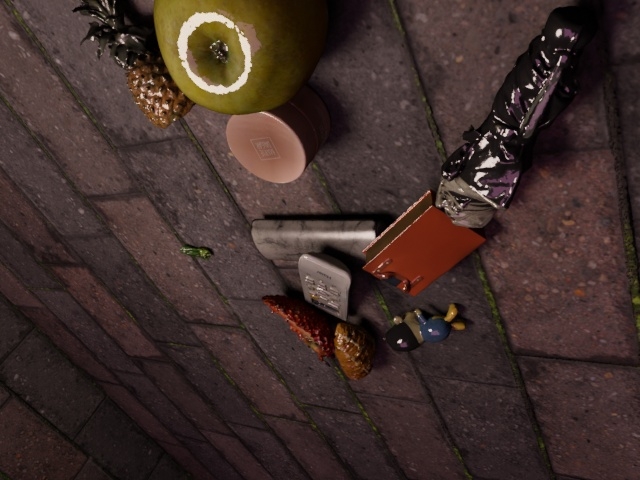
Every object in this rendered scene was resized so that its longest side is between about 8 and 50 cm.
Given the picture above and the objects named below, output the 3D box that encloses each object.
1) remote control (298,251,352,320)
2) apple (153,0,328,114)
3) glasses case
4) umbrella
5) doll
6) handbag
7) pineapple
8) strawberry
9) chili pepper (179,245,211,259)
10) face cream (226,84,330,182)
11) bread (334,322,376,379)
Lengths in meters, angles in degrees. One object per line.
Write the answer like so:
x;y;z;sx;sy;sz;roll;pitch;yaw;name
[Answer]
0.018;0.096;1.220;0.109;0.055;0.313;24;162;10;remote control
-0.115;-0.295;0.800;0.261;0.194;0.261;14;133;16;apple
0.000;0.000;1.162;0.299;0.060;0.114;2;139;32;glasses case
0.256;-0.149;0.791;0.113;0.106;0.358;29;143;8;umbrella
0.215;0.184;1.216;0.179;0.089;0.102;-22;122;19;doll
0.176;0.011;1.008;0.127;0.063;0.190;28;128;-21;handbag
-0.318;-0.317;0.981;0.125;0.125;0.251;-13;121;42;pineapple
-0.035;0.188;1.357;0.167;0.087;0.208;29;161;52;strawberry
-0.308;0.029;1.431;0.091;0.034;0.030;10;105;26;chili pepper
-0.069;-0.185;0.965;0.149;0.104;0.149;19;141;16;face cream
0.090;0.268;1.368;0.076;0.105;0.233;17;147;26;bread
